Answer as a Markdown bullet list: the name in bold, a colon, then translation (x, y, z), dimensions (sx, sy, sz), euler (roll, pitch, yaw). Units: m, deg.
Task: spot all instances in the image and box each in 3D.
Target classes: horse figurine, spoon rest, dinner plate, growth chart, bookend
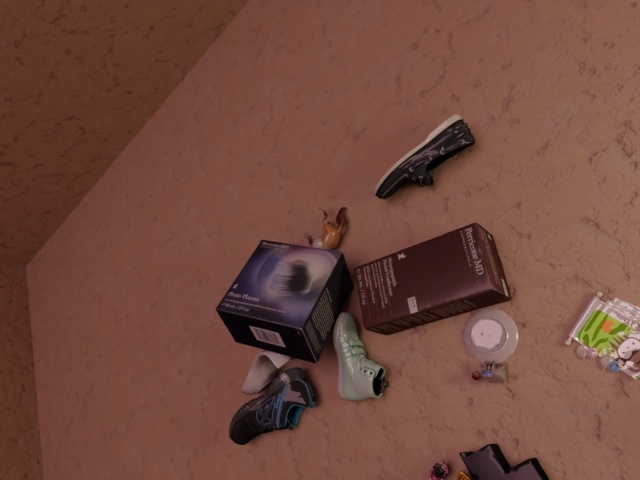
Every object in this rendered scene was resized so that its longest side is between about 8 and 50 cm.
- **horse figurine**: translation (0.000, 0.000, 1.698), dimensions (0.263, 0.066, 0.174), euler (-48, 46, 17)
- **spoon rest**: translation (-0.177, 0.406, 1.602), dimensions (0.084, 0.137, 0.276), euler (49, 140, 13)
- **dinner plate**: translation (0.434, 0.244, 1.304), dimensions (0.141, 0.017, 0.141), euler (-12, 68, 34)
- **growth chart**: translation (0.680, 0.216, 1.118), dimensions (0.237, 0.021, 0.171), euler (24, 91, 41)
- **bookend**: translation (0.432, 0.528, 1.166), dimensions (0.156, 0.072, 0.157), euler (-40, 53, 19)

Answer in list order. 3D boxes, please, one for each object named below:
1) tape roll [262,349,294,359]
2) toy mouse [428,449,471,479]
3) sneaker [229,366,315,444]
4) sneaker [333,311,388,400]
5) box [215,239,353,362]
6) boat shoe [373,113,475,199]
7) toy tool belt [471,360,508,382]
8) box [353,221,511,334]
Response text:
- **tape roll**: translation (-0.112, 0.280, 1.681), dimensions (0.219, 0.072, 0.219), euler (-13, 67, 35)
- **toy mouse**: translation (0.309, 0.607, 1.254), dimensions (0.143, 0.031, 0.160), euler (-33, 67, 23)
- **sneaker**: translation (-0.157, 0.549, 1.588), dimensions (0.341, 0.125, 0.139), euler (-48, 57, 18)
- **sneaker**: translation (0.123, 0.329, 1.463), dimensions (0.151, 0.094, 0.255), euler (-14, 76, 40)
- **box**: translation (-0.100, 0.170, 1.530), dimensions (0.297, 0.182, 0.294), euler (8, 48, 26)
- **boat shoe**: translation (0.308, -0.216, 1.501), dimensions (0.340, 0.127, 0.113), euler (-40, 77, 17)
- **toy tool belt**: translation (0.423, 0.325, 1.268), dimensions (0.083, 0.052, 0.051), euler (-7, 39, 33)
- **box**: translation (0.291, 0.116, 1.382), dimensions (0.382, 0.143, 0.191), euler (-23, 61, 28)
